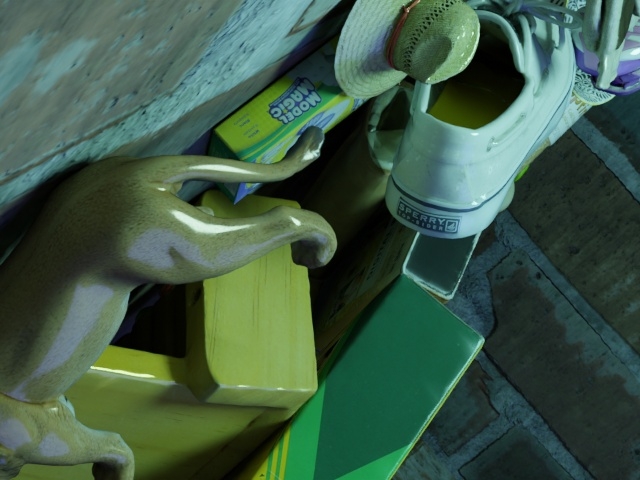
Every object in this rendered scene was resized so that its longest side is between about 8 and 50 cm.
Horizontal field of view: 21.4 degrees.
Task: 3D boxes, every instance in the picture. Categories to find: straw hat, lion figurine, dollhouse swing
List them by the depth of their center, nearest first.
[{"bbox_3d":[-0.170,0.050,1.098,0.392,0.142,0.240,-55,143,5],"label":"lion figurine"},{"bbox_3d":[0.082,-0.151,1.243,0.144,0.061,0.144,-38,151,-26],"label":"straw hat"},{"bbox_3d":[-0.230,0.108,1.441,0.347,0.305,0.315,-44,-146,33],"label":"dollhouse swing"}]

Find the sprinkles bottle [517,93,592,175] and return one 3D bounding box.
[{"bbox_3d":[0.284,-0.208,1.925,0.355,0.121,0.121,-43,174,-2],"label":"sprinkles bottle"}]

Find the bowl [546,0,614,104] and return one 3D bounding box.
[{"bbox_3d":[0.272,-0.234,1.808,0.080,0.170,0.170,15,-143,40],"label":"bowl"}]

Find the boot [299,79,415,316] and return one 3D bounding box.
[{"bbox_3d":[0.000,0.000,1.645,0.269,0.089,0.236,-51,-161,45],"label":"boot"}]

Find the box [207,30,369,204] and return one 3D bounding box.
[{"bbox_3d":[-0.007,-0.108,1.317,0.179,0.043,0.105,-41,174,-16],"label":"box"}]

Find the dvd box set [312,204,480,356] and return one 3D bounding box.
[{"bbox_3d":[0.074,-0.008,1.768,0.420,0.062,0.307,-42,-161,59],"label":"dvd box set"}]

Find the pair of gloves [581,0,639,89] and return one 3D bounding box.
[{"bbox_3d":[0.288,-0.260,1.501,0.240,0.042,0.204,-48,151,-55],"label":"pair of gloves"}]

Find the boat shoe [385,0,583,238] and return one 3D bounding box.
[{"bbox_3d":[0.149,-0.163,1.478,0.367,0.136,0.156,-55,160,-50],"label":"boat shoe"}]

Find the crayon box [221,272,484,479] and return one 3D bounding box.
[{"bbox_3d":[-0.028,0.223,1.544,0.313,0.106,0.363,-51,180,-24],"label":"crayon box"}]

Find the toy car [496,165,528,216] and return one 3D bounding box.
[{"bbox_3d":[0.136,-0.055,2.070,0.155,0.149,0.188,-47,179,-42],"label":"toy car"}]

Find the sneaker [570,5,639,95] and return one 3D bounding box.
[{"bbox_3d":[0.302,-0.189,1.696,0.236,0.095,0.104,-42,150,-62],"label":"sneaker"}]

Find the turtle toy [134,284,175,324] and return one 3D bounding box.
[{"bbox_3d":[-0.135,0.069,1.683,0.130,0.066,0.095,-46,-160,36],"label":"turtle toy"}]
